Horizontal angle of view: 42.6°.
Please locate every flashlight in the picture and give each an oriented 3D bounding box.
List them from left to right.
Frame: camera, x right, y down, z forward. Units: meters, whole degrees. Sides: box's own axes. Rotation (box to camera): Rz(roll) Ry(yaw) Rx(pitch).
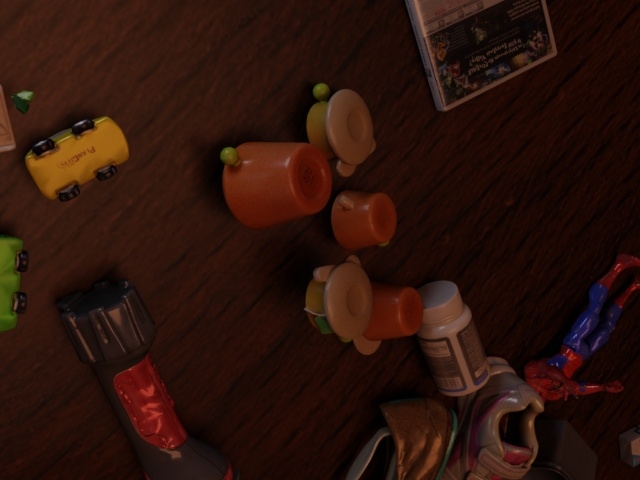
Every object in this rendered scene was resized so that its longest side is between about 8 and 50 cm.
[{"bbox_3d":[-0.174,0.188,0.894,0.103,0.103,0.304,-26,113,-18],"label":"flashlight"}]

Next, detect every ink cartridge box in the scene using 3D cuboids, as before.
[{"bbox_3d":[0.521,0.323,1.320,0.083,0.028,0.048,-18,110,-22],"label":"ink cartridge box"}]

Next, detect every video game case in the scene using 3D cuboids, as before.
[{"bbox_3d":[0.199,-0.276,1.015,0.190,0.022,0.173,-28,113,-19],"label":"video game case"}]

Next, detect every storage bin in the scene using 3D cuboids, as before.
[{"bbox_3d":[0.347,0.329,1.206,0.135,0.098,0.091,47,52,-27],"label":"storage bin"}]

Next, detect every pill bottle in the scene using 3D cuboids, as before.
[{"bbox_3d":[0.166,0.126,1.064,0.078,0.078,0.137,-30,114,-18],"label":"pill bottle"}]

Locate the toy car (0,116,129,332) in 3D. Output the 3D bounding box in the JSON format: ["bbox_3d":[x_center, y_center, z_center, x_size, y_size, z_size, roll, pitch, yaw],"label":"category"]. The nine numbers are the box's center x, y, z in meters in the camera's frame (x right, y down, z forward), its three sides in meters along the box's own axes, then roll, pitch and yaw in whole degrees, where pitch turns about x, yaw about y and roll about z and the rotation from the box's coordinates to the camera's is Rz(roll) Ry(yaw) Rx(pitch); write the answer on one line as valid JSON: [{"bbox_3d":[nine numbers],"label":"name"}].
[{"bbox_3d":[-0.317,-0.023,0.798,0.239,0.053,0.225,3,101,-27],"label":"toy car"}]

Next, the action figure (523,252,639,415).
[{"bbox_3d":[0.393,0.154,1.157,0.280,0.139,0.091,-47,117,-7],"label":"action figure"}]

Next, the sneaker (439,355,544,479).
[{"bbox_3d":[0.227,0.292,1.116,0.103,0.111,0.252,9,98,-28],"label":"sneaker"}]

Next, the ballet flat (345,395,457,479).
[{"bbox_3d":[0.081,0.363,1.072,0.124,0.116,0.342,12,97,-8],"label":"ballet flat"}]

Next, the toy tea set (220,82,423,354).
[{"bbox_3d":[0.000,0.000,0.953,0.200,0.124,0.336,-39,117,-47],"label":"toy tea set"}]

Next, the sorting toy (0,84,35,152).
[{"bbox_3d":[-0.299,-0.110,0.746,0.083,0.012,0.062,-14,104,-19],"label":"sorting toy"}]
